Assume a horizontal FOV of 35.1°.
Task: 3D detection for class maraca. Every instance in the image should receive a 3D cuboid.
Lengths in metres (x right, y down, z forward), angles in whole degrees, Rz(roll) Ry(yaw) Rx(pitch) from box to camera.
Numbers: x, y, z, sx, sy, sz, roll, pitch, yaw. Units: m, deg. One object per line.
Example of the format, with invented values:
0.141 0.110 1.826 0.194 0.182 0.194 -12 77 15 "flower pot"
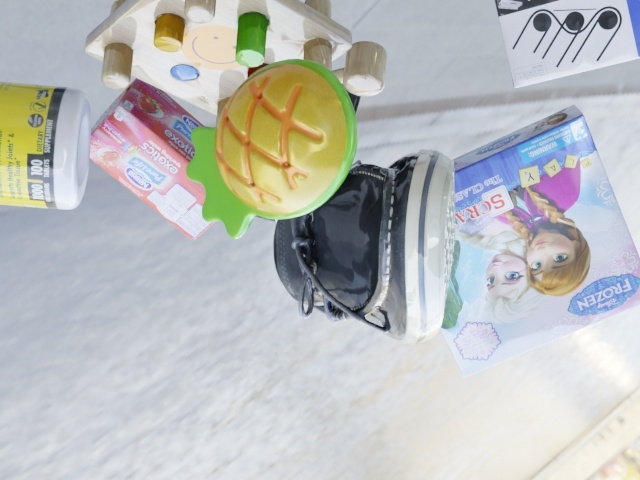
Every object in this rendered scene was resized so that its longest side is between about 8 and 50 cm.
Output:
-0.044 -0.075 0.847 0.186 0.127 0.099 -28 166 36 "maraca"

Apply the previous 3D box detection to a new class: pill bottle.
-0.526 -0.150 1.527 0.334 0.187 0.188 4 150 -6 "pill bottle"

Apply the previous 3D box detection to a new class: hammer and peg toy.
-0.096 -0.233 1.335 0.361 0.127 0.266 23 146 -37 "hammer and peg toy"

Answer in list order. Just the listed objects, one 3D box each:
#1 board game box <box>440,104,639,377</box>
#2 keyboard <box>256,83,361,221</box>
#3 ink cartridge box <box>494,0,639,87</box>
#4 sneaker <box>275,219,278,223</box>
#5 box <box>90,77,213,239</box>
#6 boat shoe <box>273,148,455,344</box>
0.294 0.008 1.517 0.319 0.318 0.066 -25 -161 10 "board game box"
-0.058 -0.166 1.649 0.033 0.202 0.317 106 1 -56 "keyboard"
0.267 -0.210 0.911 0.207 0.097 0.046 -11 -170 24 "ink cartridge box"
0.000 0.000 1.398 0.053 0.061 0.152 -49 121 3 "sneaker"
-0.261 -0.141 1.730 0.128 0.257 0.122 -39 -160 32 "box"
0.033 0.006 1.056 0.156 0.186 0.500 5 178 -8 "boat shoe"
